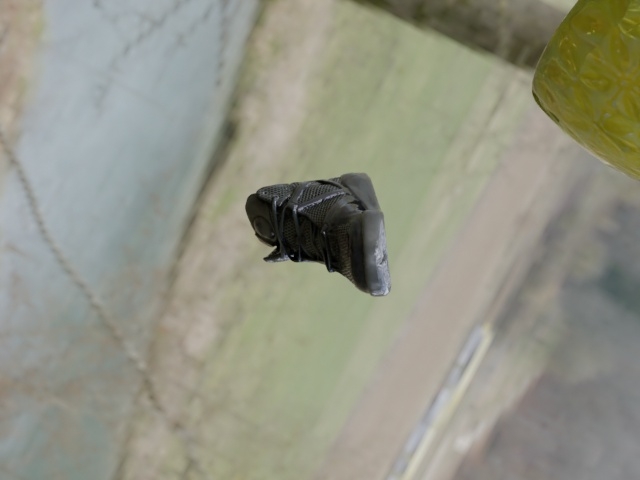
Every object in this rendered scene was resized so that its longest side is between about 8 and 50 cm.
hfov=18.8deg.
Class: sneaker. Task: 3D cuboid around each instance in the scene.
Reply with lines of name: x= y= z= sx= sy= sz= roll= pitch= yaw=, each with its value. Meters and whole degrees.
sneaker: x=0.000 y=0.000 z=1.863 sx=0.227 sy=0.130 sz=0.087 roll=-110 pitch=-167 yaw=-66

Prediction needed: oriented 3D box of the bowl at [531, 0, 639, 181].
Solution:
bowl: x=0.279 y=-0.108 z=1.084 sx=0.289 sy=0.156 sz=0.289 roll=-33 pitch=165 yaw=-10
